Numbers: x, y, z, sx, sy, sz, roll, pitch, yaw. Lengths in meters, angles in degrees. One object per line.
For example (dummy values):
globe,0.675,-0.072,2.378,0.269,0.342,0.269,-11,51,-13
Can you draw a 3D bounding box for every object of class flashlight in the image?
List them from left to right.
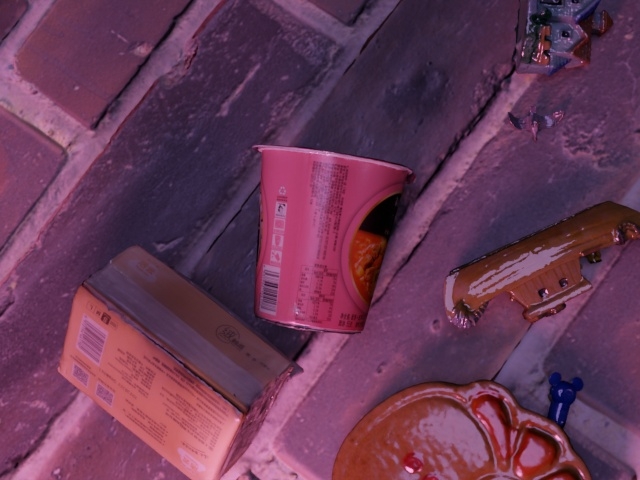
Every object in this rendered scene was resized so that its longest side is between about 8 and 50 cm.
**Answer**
flashlight,0.340,0.252,1.396,0.057,0.035,0.121,15,88,-17

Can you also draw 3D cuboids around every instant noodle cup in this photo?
instant noodle cup,0.000,0.000,1.415,0.244,0.244,0.255,8,90,11

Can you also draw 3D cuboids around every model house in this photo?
model house,0.370,-0.324,1.453,0.149,0.119,0.148,3,81,2

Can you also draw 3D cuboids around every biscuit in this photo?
biscuit,0.204,0.380,1.369,0.359,0.074,0.381,-43,75,9

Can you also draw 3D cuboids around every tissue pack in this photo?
tissue pack,-0.196,0.168,1.433,0.305,0.238,0.238,36,88,14

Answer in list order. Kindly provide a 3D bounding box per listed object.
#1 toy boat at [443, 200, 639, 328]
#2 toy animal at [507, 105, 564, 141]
toy boat,0.329,0.044,1.405,0.321,0.089,0.121,-25,83,3
toy animal,0.326,-0.176,1.472,0.084,0.028,0.050,0,72,11
